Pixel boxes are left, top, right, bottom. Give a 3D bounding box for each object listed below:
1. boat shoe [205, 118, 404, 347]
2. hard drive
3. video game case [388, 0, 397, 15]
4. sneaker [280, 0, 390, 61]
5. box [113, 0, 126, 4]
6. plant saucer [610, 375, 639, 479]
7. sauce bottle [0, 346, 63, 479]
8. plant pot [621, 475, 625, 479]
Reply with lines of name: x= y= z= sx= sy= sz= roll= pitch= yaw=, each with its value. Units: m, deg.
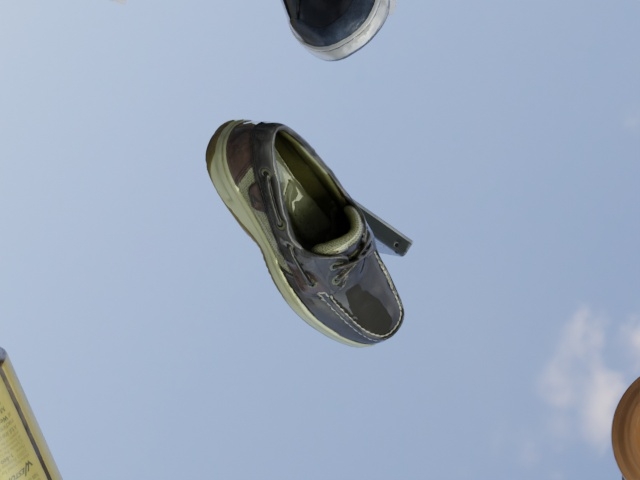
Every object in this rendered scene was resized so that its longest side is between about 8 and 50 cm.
boat shoe: x=0.000 y=-0.001 z=1.203 sx=0.073 sy=0.223 sz=0.080 roll=-1 pitch=-137 yaw=52
hard drive: x=0.026 y=-0.030 z=1.670 sx=0.022 sy=0.135 sz=0.094 roll=-57 pitch=-167 yaw=-6
video game case: x=-0.013 y=-0.336 z=1.344 sx=0.285 sy=0.025 sz=0.204 roll=42 pitch=-43 yaw=44
sneaker: x=-0.041 y=-0.235 z=1.169 sx=0.086 sy=0.163 sz=0.226 roll=-40 pitch=-139 yaw=14
box: x=-0.286 y=-0.384 z=1.969 sx=0.186 sy=0.038 sz=0.145 roll=26 pitch=-79 yaw=44
plant saucer: x=0.198 y=0.105 z=0.853 sx=0.084 sy=0.013 sz=0.083 roll=-2 pitch=-101 yaw=9
sauce bottle: x=-0.216 y=0.218 z=1.103 sx=0.111 sy=0.344 sz=0.111 roll=-18 pitch=-164 yaw=5
plant pot: x=0.290 y=0.172 z=1.116 sx=0.237 sy=0.110 sz=0.237 roll=46 pitch=-32 yaw=42
